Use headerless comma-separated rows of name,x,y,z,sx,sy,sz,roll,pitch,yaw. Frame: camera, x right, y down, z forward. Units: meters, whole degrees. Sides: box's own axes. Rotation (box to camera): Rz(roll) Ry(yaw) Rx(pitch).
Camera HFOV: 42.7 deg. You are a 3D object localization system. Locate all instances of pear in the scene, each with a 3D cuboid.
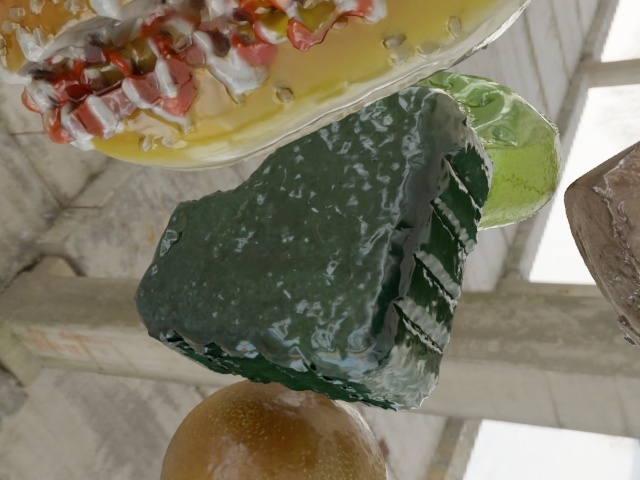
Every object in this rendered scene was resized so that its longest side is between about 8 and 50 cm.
pear,0.247,-0.134,1.364,0.342,0.317,0.239,-104,22,-58

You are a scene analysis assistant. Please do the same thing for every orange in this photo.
orange,-0.051,0.292,0.942,0.274,0.274,0.274,-1,-88,-58

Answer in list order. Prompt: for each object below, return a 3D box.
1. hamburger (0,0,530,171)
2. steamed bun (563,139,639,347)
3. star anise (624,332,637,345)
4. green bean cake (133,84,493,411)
hamburger,-0.025,-0.159,0.385,0.151,0.295,0.227,20,-134,-67
steamed bun,0.436,0.023,0.931,0.301,0.251,0.199,58,168,17
star anise,0.520,0.072,1.230,0.148,0.218,0.228,17,-102,-20
green bean cake,0.000,0.000,0.847,0.169,0.300,0.308,44,-120,-52
